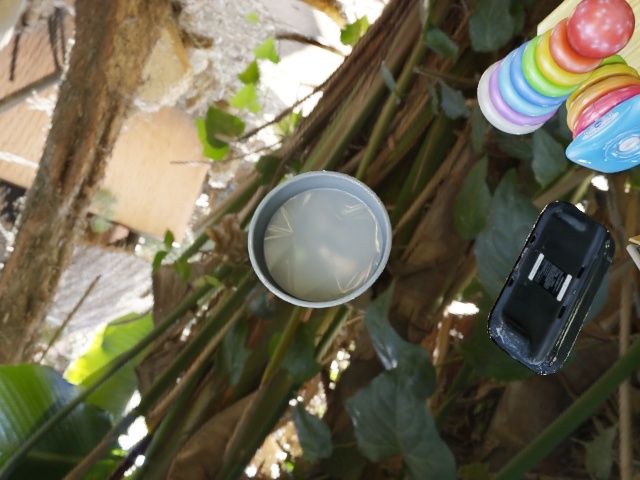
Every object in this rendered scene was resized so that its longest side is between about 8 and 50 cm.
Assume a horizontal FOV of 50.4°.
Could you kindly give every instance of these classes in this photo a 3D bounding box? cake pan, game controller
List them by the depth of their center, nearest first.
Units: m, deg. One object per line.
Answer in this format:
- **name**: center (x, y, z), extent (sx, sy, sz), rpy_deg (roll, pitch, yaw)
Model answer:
- **game controller**: center (0.428, 0.081, 1.250), extent (0.166, 0.319, 0.067), rpy_deg (33, 162, -2)
- **cake pan**: center (0.000, 0.000, 1.396), extent (0.293, 0.293, 0.054), rpy_deg (18, 164, 12)

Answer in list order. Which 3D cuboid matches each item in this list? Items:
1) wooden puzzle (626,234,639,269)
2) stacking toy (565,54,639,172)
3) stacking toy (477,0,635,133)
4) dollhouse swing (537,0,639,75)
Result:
- **wooden puzzle**: center (0.565, 0.032, 1.154), extent (0.079, 0.116, 0.014), rpy_deg (-4, 139, -21)
- **stacking toy**: center (0.501, -0.289, 1.233), extent (0.166, 0.301, 0.175), rpy_deg (12, 142, -35)
- **stacking toy**: center (0.375, -0.283, 1.070), extent (0.141, 0.141, 0.330), rpy_deg (20, 167, -6)
- **dollhouse swing**: center (0.653, -0.448, 1.429), extent (0.347, 0.305, 0.315), rpy_deg (50, -163, 3)
